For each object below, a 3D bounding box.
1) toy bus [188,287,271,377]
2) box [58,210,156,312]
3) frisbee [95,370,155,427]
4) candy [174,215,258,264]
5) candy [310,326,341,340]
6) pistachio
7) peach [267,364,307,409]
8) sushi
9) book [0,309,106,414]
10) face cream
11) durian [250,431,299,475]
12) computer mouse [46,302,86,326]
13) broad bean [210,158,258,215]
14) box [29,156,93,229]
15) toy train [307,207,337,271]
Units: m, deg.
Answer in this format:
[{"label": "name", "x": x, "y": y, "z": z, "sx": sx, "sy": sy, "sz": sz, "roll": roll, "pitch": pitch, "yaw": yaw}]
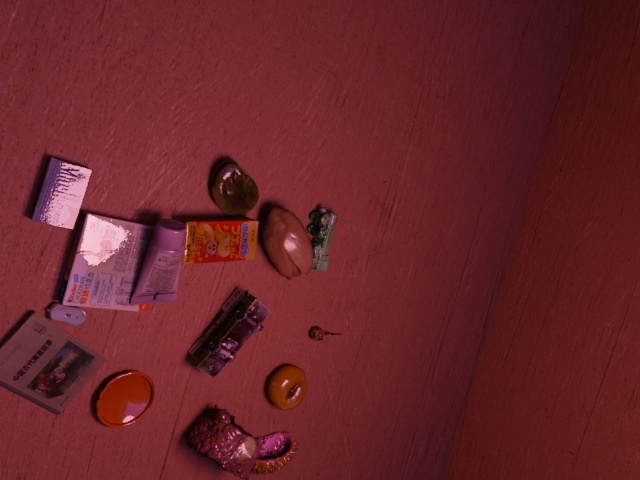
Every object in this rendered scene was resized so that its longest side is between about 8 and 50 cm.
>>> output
[{"label": "toy bus", "x": -0.316, "y": 0.313, "z": 1.941, "sx": 0.301, "sy": 0.139, "sz": 0.113, "roll": -49, "pitch": 130, "yaw": -9}, {"label": "box", "x": -0.603, "y": 0.070, "z": 1.666, "sx": 0.265, "sy": 0.048, "sz": 0.273, "roll": 15, "pitch": 94, "yaw": -45}, {"label": "frisbee", "x": -0.621, "y": 0.502, "z": 1.793, "sx": 0.192, "sy": 0.035, "sz": 0.192, "roll": -14, "pitch": 113, "yaw": -37}, {"label": "candy", "x": -0.343, "y": -0.003, "z": 1.848, "sx": 0.276, "sy": 0.088, "sz": 0.146, "roll": -1, "pitch": 103, "yaw": -42}, {"label": "candy", "x": 0.028, "y": 0.387, "z": 2.328, "sx": 0.201, "sy": 0.060, "sz": 0.060, "roll": 13, "pitch": 95, "yaw": -51}, {"label": "pistachio", "x": -0.117, "y": 0.010, "z": 2.005, "sx": 0.162, "sy": 0.181, "sz": 0.293, "roll": -20, "pitch": 119, "yaw": 7}, {"label": "peach", "x": -0.128, "y": 0.573, "z": 2.205, "sx": 0.179, "sy": 0.103, "sz": 0.179, "roll": -15, "pitch": 112, "yaw": -41}, {"label": "sushi", "x": -0.323, "y": 0.720, "z": 1.997, "sx": 0.170, "sy": 0.237, "sz": 0.270, "roll": -55, "pitch": 128, "yaw": -25}, {"label": "book", "x": -0.784, "y": 0.356, "z": 1.614, "sx": 0.214, "sy": 0.025, "sz": 0.282, "roll": -53, "pitch": 132, "yaw": -15}, {"label": "face cream", "x": -0.476, "y": 0.074, "z": 1.704, "sx": 0.154, "sy": 0.096, "sz": 0.273, "roll": -2, "pitch": 119, "yaw": -47}, {"label": "durian", "x": -0.205, "y": 0.859, "z": 2.227, "sx": 0.261, "sy": 0.153, "sz": 0.186, "roll": -9, "pitch": 134, "yaw": -31}, {"label": "computer mouse", "x": -0.728, "y": 0.209, "z": 1.613, "sx": 0.110, "sy": 0.032, "sz": 0.055, "roll": 22, "pitch": 87, "yaw": -33}, {"label": "broad bean", "x": -0.283, "y": -0.165, "z": 1.860, "sx": 0.153, "sy": 0.072, "sz": 0.206, "roll": -32, "pitch": 125, "yaw": -16}, {"label": "box", "x": -0.701, "y": -0.127, "z": 1.528, "sx": 0.115, "sy": 0.036, "sz": 0.177, "roll": 18, "pitch": 91, "yaw": -43}, {"label": "toy train", "x": 0.000, "y": 0.000, "z": 2.159, "sx": 0.119, "sy": 0.085, "sz": 0.251, "roll": 9, "pitch": 99, "yaw": -48}]
